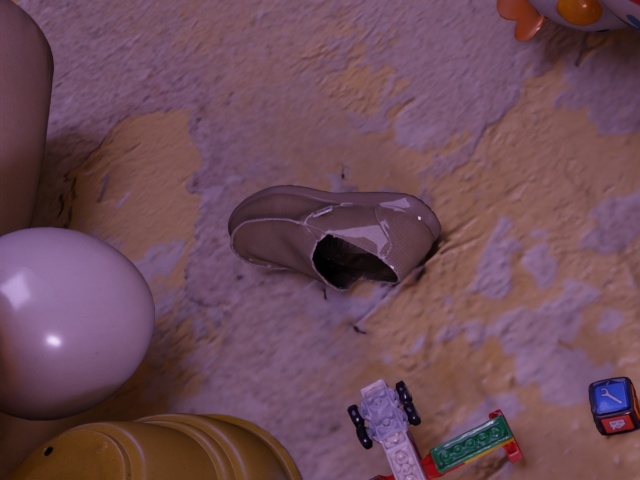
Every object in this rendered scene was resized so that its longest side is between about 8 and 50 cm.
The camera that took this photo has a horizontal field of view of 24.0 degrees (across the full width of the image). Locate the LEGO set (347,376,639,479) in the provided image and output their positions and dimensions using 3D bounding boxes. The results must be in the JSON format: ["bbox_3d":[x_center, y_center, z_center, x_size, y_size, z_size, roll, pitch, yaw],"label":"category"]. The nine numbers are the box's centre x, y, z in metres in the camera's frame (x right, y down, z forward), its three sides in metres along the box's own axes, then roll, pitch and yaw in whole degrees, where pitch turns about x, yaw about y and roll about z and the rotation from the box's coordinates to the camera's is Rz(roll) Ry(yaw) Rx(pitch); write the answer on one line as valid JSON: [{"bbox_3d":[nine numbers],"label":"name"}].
[{"bbox_3d":[0.065,0.166,0.731,0.182,0.060,0.244,15,65,32],"label":"LEGO set"}]

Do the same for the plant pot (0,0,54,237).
[{"bbox_3d":[-0.309,-0.009,1.047,0.256,0.256,0.274,-22,59,22],"label":"plant pot"}]

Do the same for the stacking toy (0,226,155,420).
[{"bbox_3d":[-0.301,0.092,0.809,0.480,0.350,0.350,-11,23,-36],"label":"stacking toy"}]

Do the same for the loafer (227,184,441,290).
[{"bbox_3d":[0.000,0.000,0.909,0.148,0.056,0.050,-5,45,36],"label":"loafer"}]

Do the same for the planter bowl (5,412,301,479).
[{"bbox_3d":[-0.121,0.168,0.826,0.217,0.090,0.217,-21,44,22],"label":"planter bowl"}]

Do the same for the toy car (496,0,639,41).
[{"bbox_3d":[0.174,-0.173,0.861,0.238,0.219,0.210,-38,29,54],"label":"toy car"}]
